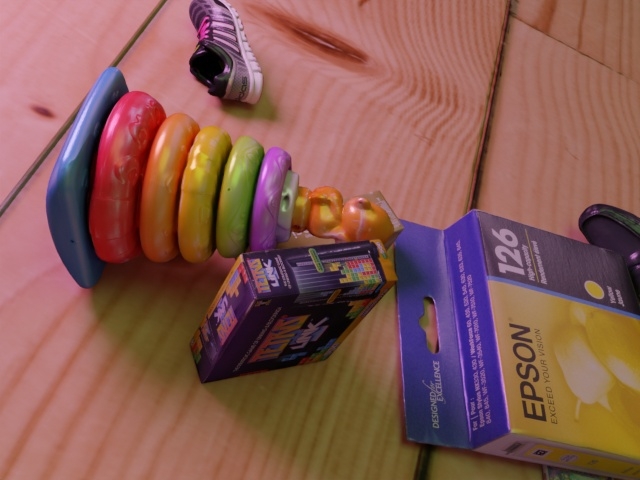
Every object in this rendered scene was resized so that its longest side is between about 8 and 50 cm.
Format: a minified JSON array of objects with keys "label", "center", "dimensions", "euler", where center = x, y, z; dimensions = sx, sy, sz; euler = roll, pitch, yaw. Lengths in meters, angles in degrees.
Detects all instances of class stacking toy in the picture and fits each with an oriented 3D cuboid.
[{"label":"stacking toy","center":[-0.080,-0.040,0.734],"dimensions":[0.302,0.175,0.165],"euler":[10,50,1]}]

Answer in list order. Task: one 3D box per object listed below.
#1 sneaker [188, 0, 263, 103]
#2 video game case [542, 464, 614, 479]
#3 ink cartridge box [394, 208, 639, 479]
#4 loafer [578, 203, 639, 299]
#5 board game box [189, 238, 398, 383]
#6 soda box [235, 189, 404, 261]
[{"label":"sneaker","center":[-0.134,-0.242,0.982],"dimensions":[0.075,0.063,0.170],"euler":[-10,65,-39]},{"label":"video game case","center":[0.276,0.272,0.831],"dimensions":[0.087,0.011,0.122],"euler":[16,50,-15]},{"label":"ink cartridge box","center":[0.240,0.106,0.897],"dimensions":[0.307,0.072,0.303],"euler":[16,48,-17]},{"label":"loafer","center":[0.433,0.039,1.042],"dimensions":[0.223,0.076,0.078],"euler":[42,41,3]},{"label":"board game box","center":[-0.029,0.067,0.727],"dimensions":[0.141,0.170,0.048],"euler":[-7,61,-30]},{"label":"soda box","center":[0.000,0.000,0.866],"dimensions":[0.181,0.061,0.058],"euler":[-15,63,-34]}]
